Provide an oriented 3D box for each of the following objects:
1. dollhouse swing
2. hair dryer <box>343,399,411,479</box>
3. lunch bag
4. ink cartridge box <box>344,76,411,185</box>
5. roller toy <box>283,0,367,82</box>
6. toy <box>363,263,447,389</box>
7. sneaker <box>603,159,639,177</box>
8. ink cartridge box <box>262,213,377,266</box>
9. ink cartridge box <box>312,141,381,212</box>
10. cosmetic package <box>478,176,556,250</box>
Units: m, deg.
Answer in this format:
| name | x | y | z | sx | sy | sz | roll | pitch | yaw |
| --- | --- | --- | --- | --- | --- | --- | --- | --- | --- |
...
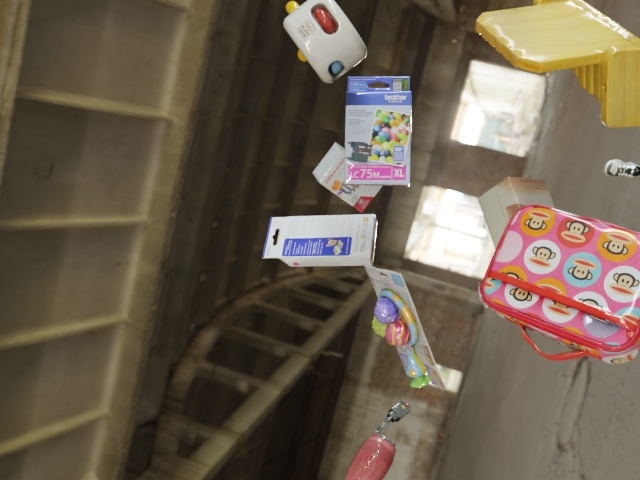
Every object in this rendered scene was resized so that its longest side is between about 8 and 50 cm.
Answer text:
| name | x | y | z | sx | sy | sz | roll | pitch | yaw |
| --- | --- | --- | --- | --- | --- | --- | --- | --- | --- |
| dollhouse swing | 0.586 | -0.423 | 1.746 | 0.347 | 0.305 | 0.315 | -115 | 2 | -46 |
| hair dryer | 0.125 | 0.518 | 1.585 | 0.293 | 0.080 | 0.223 | -32 | -40 | -49 |
| lunch bag | 0.444 | 0.089 | 1.251 | 0.258 | 0.293 | 0.120 | -62 | -35 | -10 |
| ink cartridge box | 0.161 | -0.310 | 1.963 | 0.065 | 0.186 | 0.311 | 3 | -92 | -85 |
| roller toy | 0.005 | -0.489 | 1.698 | 0.209 | 0.146 | 0.191 | 50 | -171 | -31 |
| toy | 0.135 | 0.163 | 1.255 | 0.056 | 0.137 | 0.237 | -32 | -72 | -19 |
| sneaker | 0.577 | -0.135 | 1.322 | 0.037 | 0.083 | 0.032 | -140 | 49 | -62 |
| ink cartridge box | 0.000 | 0.000 | 2.351 | 0.069 | 0.371 | 0.175 | 72 | -158 | -53 |
| ink cartridge box | 0.086 | -0.198 | 2.189 | 0.128 | 0.176 | 0.127 | -53 | 19 | 10 |
| cosmetic package | 0.552 | -0.009 | 1.855 | 0.129 | 0.153 | 0.296 | -41 | 57 | 49 |
